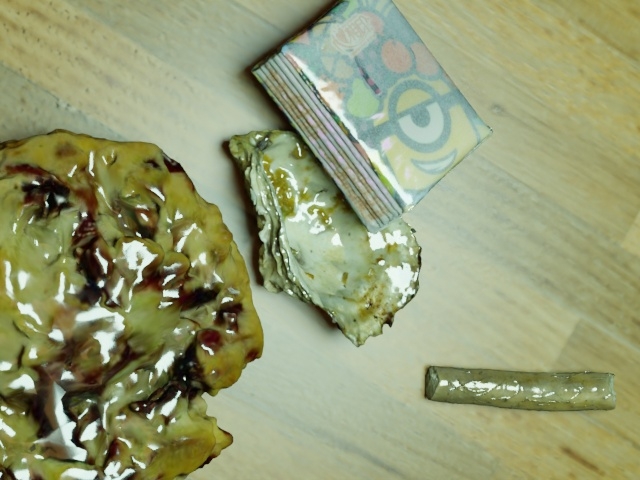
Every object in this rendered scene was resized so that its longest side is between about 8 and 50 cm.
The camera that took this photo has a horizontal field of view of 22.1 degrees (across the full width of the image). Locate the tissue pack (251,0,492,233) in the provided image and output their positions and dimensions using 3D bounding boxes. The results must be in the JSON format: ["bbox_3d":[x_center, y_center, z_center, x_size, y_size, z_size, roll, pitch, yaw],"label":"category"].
[{"bbox_3d":[0.038,-0.097,1.160,0.108,0.060,0.148,-43,100,-36],"label":"tissue pack"}]

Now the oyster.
[{"bbox_3d":[-0.004,-0.007,1.169,0.177,0.056,0.105,42,69,-12],"label":"oyster"}]

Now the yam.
[{"bbox_3d":[0.151,0.111,1.217,0.145,0.032,0.032,4,90,-11],"label":"yam"}]

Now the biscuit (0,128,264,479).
[{"bbox_3d":[-0.195,0.075,1.096,0.334,0.081,0.289,-29,95,-18],"label":"biscuit"}]
